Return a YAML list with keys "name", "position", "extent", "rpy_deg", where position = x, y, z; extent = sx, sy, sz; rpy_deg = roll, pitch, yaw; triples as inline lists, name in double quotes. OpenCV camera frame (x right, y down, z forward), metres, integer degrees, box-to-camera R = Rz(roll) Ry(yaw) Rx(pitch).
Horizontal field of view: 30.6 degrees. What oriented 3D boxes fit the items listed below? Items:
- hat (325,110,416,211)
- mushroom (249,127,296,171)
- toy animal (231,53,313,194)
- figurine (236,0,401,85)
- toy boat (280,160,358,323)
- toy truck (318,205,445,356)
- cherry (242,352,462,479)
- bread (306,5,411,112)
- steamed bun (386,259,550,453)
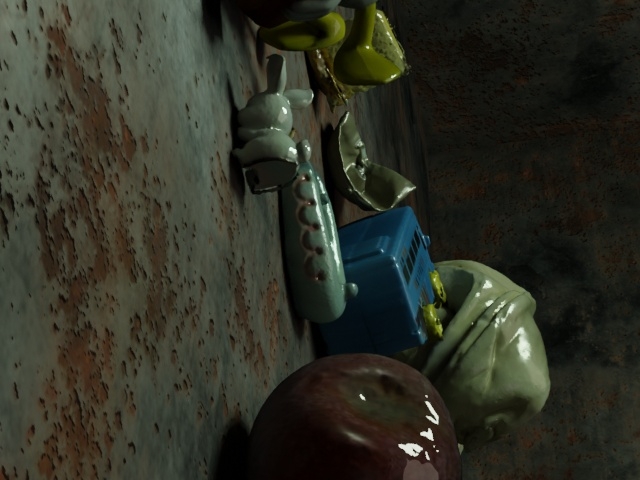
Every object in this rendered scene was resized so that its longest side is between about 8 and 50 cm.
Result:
- name: "hat"
  position: [0.048, -0.112, 1.891]
  extent: [0.166, 0.144, 0.173]
  rpy_deg: [49, -26, -9]
- name: "mushroom"
  position: [-0.054, -0.111, 1.398]
  extent: [0.286, 0.026, 0.028]
  rpy_deg: [-73, 170, -72]
- name: "toy animal"
  position: [-0.055, -0.120, 1.242]
  extent: [0.071, 0.085, 0.124]
  rpy_deg: [42, 33, -49]
- name: "figurine"
  position: [-0.016, -0.335, 1.260]
  extent: [0.283, 0.204, 0.338]
  rpy_deg: [-32, 138, -47]
- name: "toy boat"
  position: [0.000, 0.000, 1.464]
  extent: [0.134, 0.078, 0.208]
  rpy_deg: [59, 24, -74]
- name: "toy truck"
  position: [0.087, 0.063, 1.700]
  extent: [0.385, 0.161, 0.162]
  rpy_deg: [-54, 127, -75]
- name: "cherry"
  position: [0.021, 0.232, 1.088]
  extent: [0.239, 0.206, 0.239]
  rpy_deg: [-159, -90, -79]
- name: "bread"
  position: [0.052, -0.292, 1.816]
  extent: [0.152, 0.147, 0.127]
  rpy_deg: [-90, 158, -69]
- name: "steamed bun"
  position: [0.180, 0.188, 1.912]
  extent: [0.347, 0.237, 0.394]
  rpy_deg: [-65, -158, -7]
